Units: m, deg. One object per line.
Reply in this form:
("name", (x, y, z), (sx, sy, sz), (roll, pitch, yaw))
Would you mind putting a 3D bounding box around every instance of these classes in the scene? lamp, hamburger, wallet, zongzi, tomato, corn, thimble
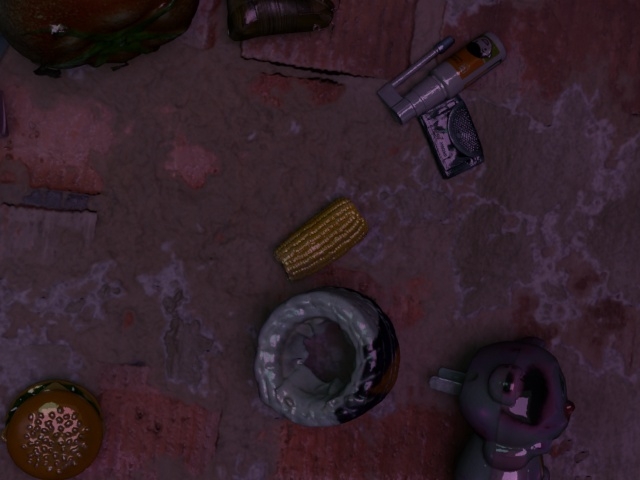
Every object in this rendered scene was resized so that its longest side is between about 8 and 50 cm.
("lamp", (0.304, 0.315, 1.779), (0.248, 0.247, 0.301), (14, 106, 24))
("hamburger", (-0.421, 0.300, 1.626), (0.162, 0.115, 0.161), (-2, 97, -13))
("wallet", (0.230, -0.180, 1.788), (0.088, 0.026, 0.129), (-26, 101, -10))
("zongzi", (-0.071, -0.421, 1.676), (0.187, 0.084, 0.184), (-9, 79, -22))
("tomato", (-0.330, -0.390, 1.499), (0.304, 0.303, 0.239), (-19, 84, -12))
("corn", (0.000, 0.000, 1.729), (0.165, 0.063, 0.085), (-34, 111, -7))
("thimble", (0.005, 0.190, 1.673), (0.237, 0.150, 0.237), (1, 92, 20))

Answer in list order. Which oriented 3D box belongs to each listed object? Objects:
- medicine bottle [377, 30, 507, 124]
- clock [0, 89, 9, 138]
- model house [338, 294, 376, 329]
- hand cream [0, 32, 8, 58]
("medicine bottle", (0.207, -0.286, 1.761), (0.221, 0.061, 0.092), (-36, 78, -8))
("clock", (-0.598, -0.157, 1.456), (0.276, 0.290, 0.080), (-9, 99, -6))
("model house", (0.061, 0.136, 1.761), (0.058, 0.057, 0.083), (0, 97, -18))
("hand cream", (-0.596, -0.347, 1.566), (0.248, 0.052, 0.075), (30, 110, -20))
